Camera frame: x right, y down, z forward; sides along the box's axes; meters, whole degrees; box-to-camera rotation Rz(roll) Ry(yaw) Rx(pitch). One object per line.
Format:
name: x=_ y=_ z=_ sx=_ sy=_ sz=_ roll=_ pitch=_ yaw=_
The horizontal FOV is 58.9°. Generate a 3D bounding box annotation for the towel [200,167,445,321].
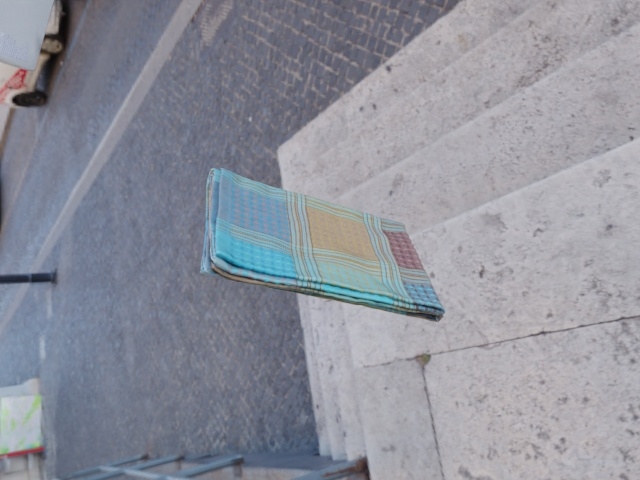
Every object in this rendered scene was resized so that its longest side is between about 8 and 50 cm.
towel: x=0.000 y=0.000 z=0.898 sx=0.271 sy=0.370 sz=0.040 roll=-104 pitch=33 yaw=-54

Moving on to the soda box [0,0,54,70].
soda box: x=-0.337 y=-0.346 z=0.634 sx=0.098 sy=0.091 sz=0.286 roll=32 pitch=105 yaw=49
